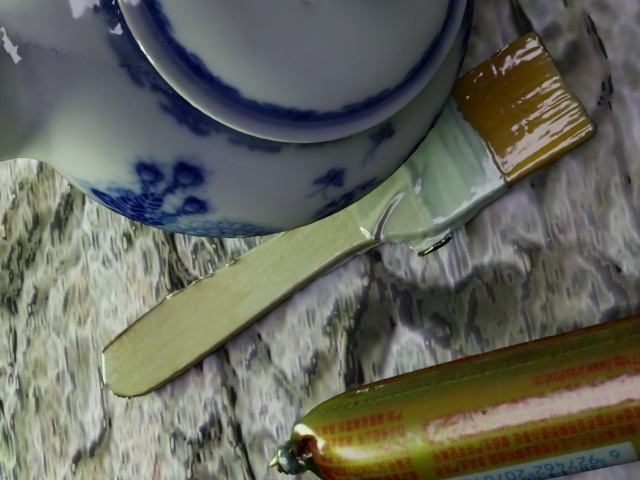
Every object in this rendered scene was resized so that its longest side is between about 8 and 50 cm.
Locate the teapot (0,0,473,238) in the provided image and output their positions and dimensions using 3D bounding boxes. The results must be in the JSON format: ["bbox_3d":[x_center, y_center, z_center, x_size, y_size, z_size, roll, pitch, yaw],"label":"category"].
[{"bbox_3d":[-0.033,-0.126,0.471,0.424,0.280,0.252,-27,103,-19],"label":"teapot"}]

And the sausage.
[{"bbox_3d":[0.142,0.079,0.494,0.371,0.082,0.082,-17,77,19],"label":"sausage"}]

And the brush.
[{"bbox_3d":[0.000,0.000,0.588,0.336,0.020,0.085,-32,73,15],"label":"brush"}]
